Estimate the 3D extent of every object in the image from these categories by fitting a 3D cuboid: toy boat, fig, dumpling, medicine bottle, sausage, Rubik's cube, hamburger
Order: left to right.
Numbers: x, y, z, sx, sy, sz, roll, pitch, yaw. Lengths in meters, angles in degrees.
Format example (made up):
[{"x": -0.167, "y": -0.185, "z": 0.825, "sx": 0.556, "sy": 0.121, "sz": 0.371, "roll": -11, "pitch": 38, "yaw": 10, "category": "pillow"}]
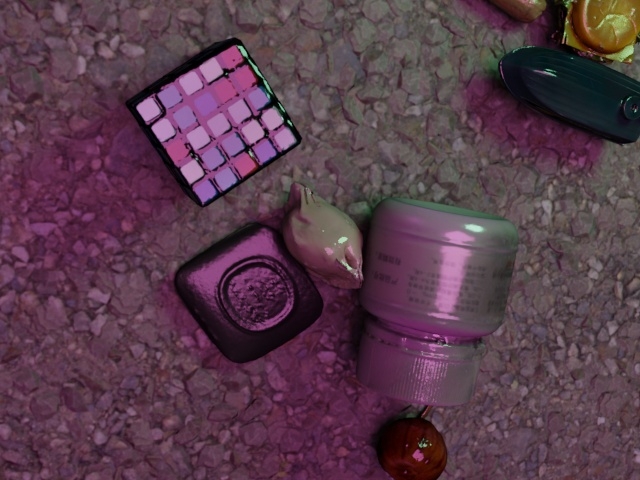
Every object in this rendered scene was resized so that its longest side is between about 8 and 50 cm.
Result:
[{"x": -0.164, "y": -0.179, "z": 1.265, "sx": 0.187, "sy": 0.184, "sz": 0.182, "roll": -35, "pitch": 107, "yaw": -6, "category": "Rubik's cube"}, {"x": 0.000, "y": 0.000, "z": 1.366, "sx": 0.118, "sy": 0.136, "sz": 0.199, "roll": -26, "pitch": 82, "yaw": -20, "category": "dumpling"}, {"x": 0.160, "y": 0.356, "z": 1.487, "sx": 0.128, "sy": 0.128, "sz": 0.150, "roll": -3, "pitch": 72, "yaw": -15, "category": "fig"}, {"x": 0.179, "y": 0.095, "z": 1.375, "sx": 0.241, "sy": 0.241, "sz": 0.302, "roll": 8, "pitch": 97, "yaw": -16, "category": "medicine bottle"}, {"x": 0.249, "y": -0.457, "z": 1.389, "sx": 0.301, "sy": 0.066, "sz": 0.066, "roll": 33, "pitch": 90, "yaw": -18, "category": "sausage"}, {"x": 0.428, "y": -0.256, "z": 1.442, "sx": 0.296, "sy": 0.122, "sz": 0.114, "roll": 16, "pitch": 94, "yaw": -18, "category": "toy boat"}, {"x": 0.474, "y": -0.386, "z": 1.448, "sx": 0.189, "sy": 0.093, "sz": 0.164, "roll": 24, "pitch": 91, "yaw": -19, "category": "hamburger"}]

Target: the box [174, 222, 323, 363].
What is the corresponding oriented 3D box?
[{"x": -0.115, "y": 0.091, "z": 1.400, "sx": 0.201, "sy": 0.042, "sz": 0.212, "roll": -34, "pitch": 107, "yaw": -9, "category": "box"}]
